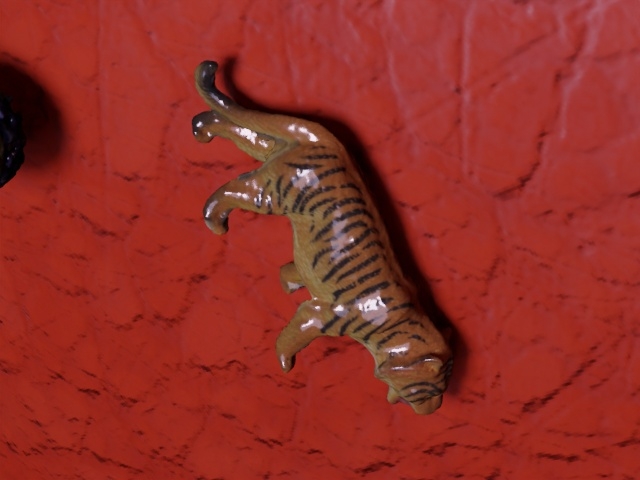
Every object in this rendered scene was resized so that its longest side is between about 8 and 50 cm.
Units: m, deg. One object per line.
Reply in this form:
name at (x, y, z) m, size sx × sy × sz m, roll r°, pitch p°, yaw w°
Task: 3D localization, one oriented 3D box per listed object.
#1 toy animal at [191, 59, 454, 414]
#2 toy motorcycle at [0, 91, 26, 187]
toy animal at (0.000, 0.000, 0.696) m, size 0.099 × 0.057 × 0.241 m, roll -15°, pitch 110°, yaw 27°
toy motorcycle at (-0.365, -0.152, 0.745) m, size 0.207 × 0.134 × 0.401 m, roll -37°, pitch 99°, yaw 33°
